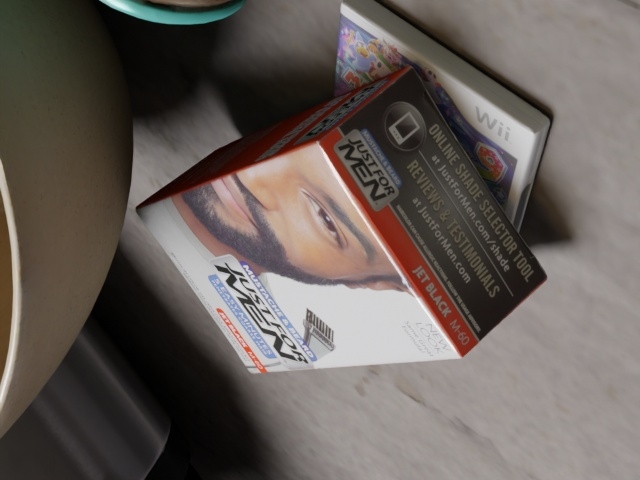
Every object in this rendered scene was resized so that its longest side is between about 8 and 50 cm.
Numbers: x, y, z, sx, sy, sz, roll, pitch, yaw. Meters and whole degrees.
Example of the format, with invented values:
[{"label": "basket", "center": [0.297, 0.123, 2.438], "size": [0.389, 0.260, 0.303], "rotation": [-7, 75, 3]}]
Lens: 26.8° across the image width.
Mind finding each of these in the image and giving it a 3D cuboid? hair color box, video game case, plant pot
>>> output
[{"label": "hair color box", "center": [0.000, 0.000, 0.527], "size": [0.093, 0.053, 0.167], "rotation": [56, 151, -11]}, {"label": "video game case", "center": [0.039, -0.027, 0.507], "size": [0.087, 0.011, 0.122], "rotation": [38, 151, 22]}, {"label": "plant pot", "center": [-0.192, -0.048, 0.587], "size": [0.284, 0.191, 0.284], "rotation": [10, 114, 23]}]

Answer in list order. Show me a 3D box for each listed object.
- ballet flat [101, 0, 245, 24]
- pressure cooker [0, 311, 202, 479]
[{"label": "ballet flat", "center": [-0.133, -0.200, 0.453], "size": [0.348, 0.123, 0.123], "rotation": [37, 150, 25]}, {"label": "pressure cooker", "center": [-0.274, 0.164, 0.834], "size": [0.375, 0.370, 0.420], "rotation": [-31, 102, 23]}]
